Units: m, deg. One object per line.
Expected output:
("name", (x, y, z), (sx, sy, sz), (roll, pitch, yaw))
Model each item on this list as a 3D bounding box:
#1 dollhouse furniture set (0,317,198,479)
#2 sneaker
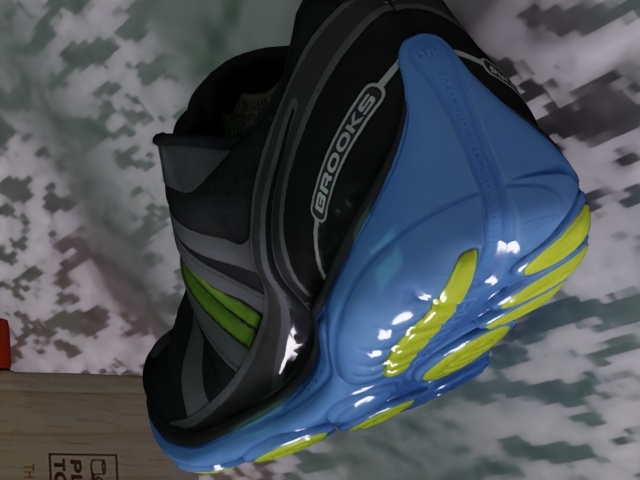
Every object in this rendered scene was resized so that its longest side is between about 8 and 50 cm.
("dollhouse furniture set", (-0.163, 0.105, 0.633), (0.259, 0.135, 0.262), (-23, 67, 52))
("sneaker", (0.000, 0.000, 0.408), (0.078, 0.067, 0.188), (67, 158, 13))
